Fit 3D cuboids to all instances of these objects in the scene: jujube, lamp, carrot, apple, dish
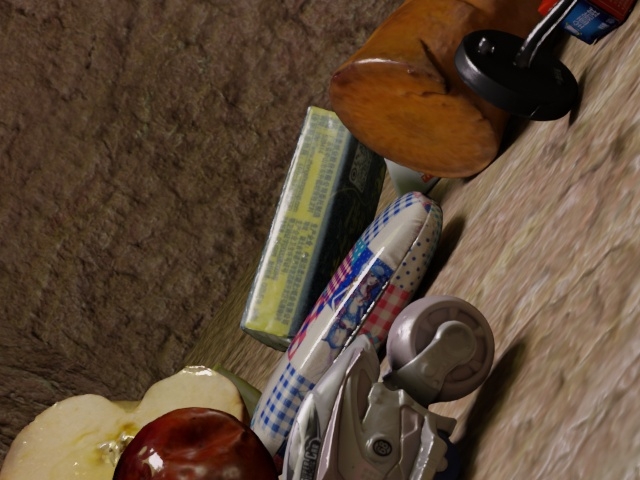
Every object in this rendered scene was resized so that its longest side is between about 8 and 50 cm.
[{"bbox_3d":[-0.123,0.271,1.287,0.168,0.168,0.236,-66,-8,-54],"label":"jujube"},{"bbox_3d":[0.273,-0.237,1.104,0.371,0.108,0.130,-44,33,27],"label":"lamp"},{"bbox_3d":[0.146,-0.214,1.416,0.254,0.196,0.196,-60,6,-25],"label":"carrot"},{"bbox_3d":[-0.204,0.292,1.566,0.292,0.163,0.251,-15,35,7],"label":"apple"},{"bbox_3d":[0.153,-0.153,1.636,0.234,0.064,0.154,-49,10,51],"label":"dish"}]

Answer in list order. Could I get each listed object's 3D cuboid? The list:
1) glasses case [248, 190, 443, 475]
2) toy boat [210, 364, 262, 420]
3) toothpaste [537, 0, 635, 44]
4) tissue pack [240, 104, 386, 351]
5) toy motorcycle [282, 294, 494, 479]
[{"bbox_3d":[0.022,0.095,1.356,0.327,0.076,0.125,-58,7,5],"label":"glasses case"},{"bbox_3d":[-0.169,0.297,1.727,0.276,0.111,0.084,-58,11,-7],"label":"toy boat"},{"bbox_3d":[0.311,-0.333,1.252,0.320,0.066,0.076,-58,6,-14],"label":"toothpaste"},{"bbox_3d":[0.000,0.000,1.521,0.185,0.081,0.257,46,-121,-72],"label":"tissue pack"},{"bbox_3d":[0.029,0.142,0.884,0.254,0.112,0.112,-61,6,-18],"label":"toy motorcycle"}]
